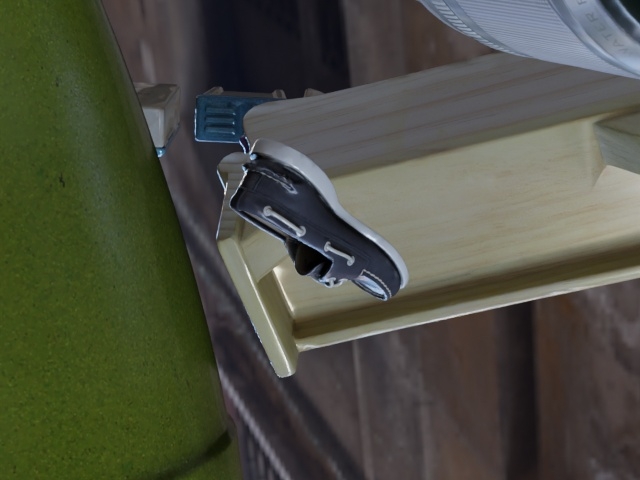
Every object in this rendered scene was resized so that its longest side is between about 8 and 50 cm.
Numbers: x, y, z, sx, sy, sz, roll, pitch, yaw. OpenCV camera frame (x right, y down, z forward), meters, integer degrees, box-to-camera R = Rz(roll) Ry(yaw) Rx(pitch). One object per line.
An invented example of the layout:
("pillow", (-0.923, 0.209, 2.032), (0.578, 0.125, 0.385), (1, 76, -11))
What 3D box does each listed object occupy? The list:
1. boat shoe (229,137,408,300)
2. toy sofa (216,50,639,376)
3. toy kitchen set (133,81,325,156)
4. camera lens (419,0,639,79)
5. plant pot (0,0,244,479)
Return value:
("boat shoe", (0.000, 0.000, 0.725), (0.046, 0.125, 0.038), (17, -109, 37))
("toy sofa", (0.111, -0.035, 1.192), (0.362, 0.150, 0.177), (-13, -144, 13))
("toy kitchen set", (-0.082, -0.048, 1.380), (0.207, 0.166, 0.122), (2, -165, 2))
("camera lens", (0.170, -0.209, 0.895), (0.219, 0.219, 0.274), (-14, -163, -18))
("plant pot", (-0.226, 0.010, 0.802), (0.366, 0.353, 0.366), (-5, -173, 1))
